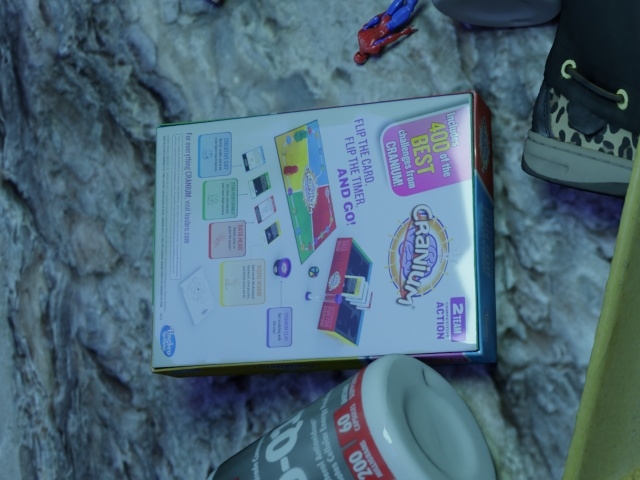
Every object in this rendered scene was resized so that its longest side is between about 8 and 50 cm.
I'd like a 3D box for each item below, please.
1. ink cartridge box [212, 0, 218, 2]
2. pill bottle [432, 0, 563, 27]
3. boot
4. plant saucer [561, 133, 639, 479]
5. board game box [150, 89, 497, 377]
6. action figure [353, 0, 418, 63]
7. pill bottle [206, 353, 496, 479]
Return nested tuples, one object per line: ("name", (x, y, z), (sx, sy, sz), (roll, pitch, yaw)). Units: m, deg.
("ink cartridge box", (-0.115, -0.354, 1.575), (0.145, 0.045, 0.179), (32, 78, 33))
("pill bottle", (0.167, -0.308, 1.335), (0.119, 0.119, 0.208), (0, 79, 32))
("boot", (0.323, -0.166, 1.142), (0.377, 0.138, 0.284), (12, 103, 48))
("plant saucer", (0.357, 0.082, 0.997), (0.333, 0.081, 0.332), (16, 102, 25))
("board game box", (0.000, 0.000, 1.367), (0.317, 0.064, 0.242), (-4, 77, 19))
("action figure", (0.071, -0.213, 1.427), (0.115, 0.030, 0.038), (-45, 55, 21))
("pill bottle", (-0.002, 0.233, 1.290), (0.283, 0.161, 0.161), (-36, 63, 25))
